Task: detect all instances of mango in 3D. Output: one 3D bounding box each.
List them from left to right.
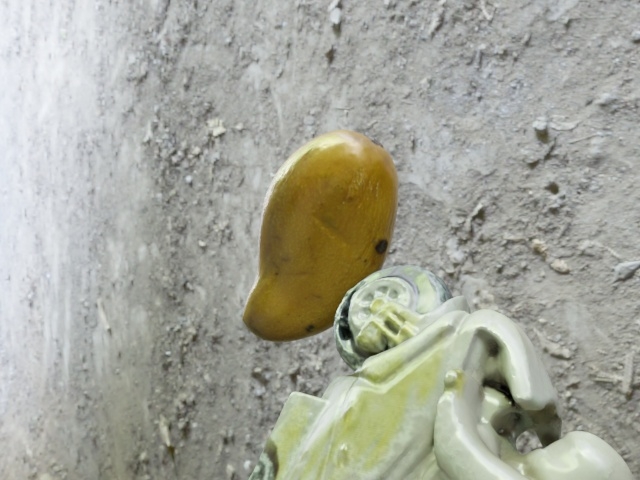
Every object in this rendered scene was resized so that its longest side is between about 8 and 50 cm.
[{"bbox_3d":[0.000,-0.002,0.794,0.120,0.177,0.294,-101,33,-76],"label":"mango"}]

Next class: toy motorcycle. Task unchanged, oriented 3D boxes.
[{"bbox_3d":[0.056,0.156,0.354,0.223,0.107,0.340,1,52,38],"label":"toy motorcycle"}]
